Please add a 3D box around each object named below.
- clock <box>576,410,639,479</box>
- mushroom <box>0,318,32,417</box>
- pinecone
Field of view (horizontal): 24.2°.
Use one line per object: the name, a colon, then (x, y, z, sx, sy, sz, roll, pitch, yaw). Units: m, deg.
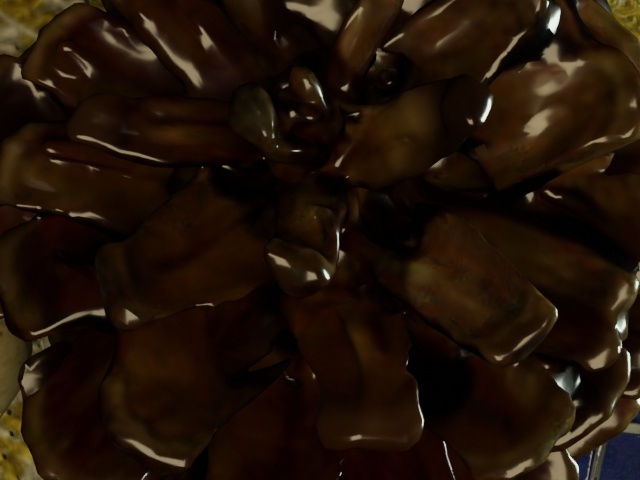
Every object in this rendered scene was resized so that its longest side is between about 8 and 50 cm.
clock: (0.172, 0.169, 0.978, 0.230, 0.083, 0.230, -1, 99, -7)
mushroom: (-0.248, 0.053, 0.870, 0.166, 0.127, 0.166, -8, 106, -31)
pinecone: (0.000, 0.000, 0.776, 0.398, 0.398, 0.397, -2, 101, -9)
